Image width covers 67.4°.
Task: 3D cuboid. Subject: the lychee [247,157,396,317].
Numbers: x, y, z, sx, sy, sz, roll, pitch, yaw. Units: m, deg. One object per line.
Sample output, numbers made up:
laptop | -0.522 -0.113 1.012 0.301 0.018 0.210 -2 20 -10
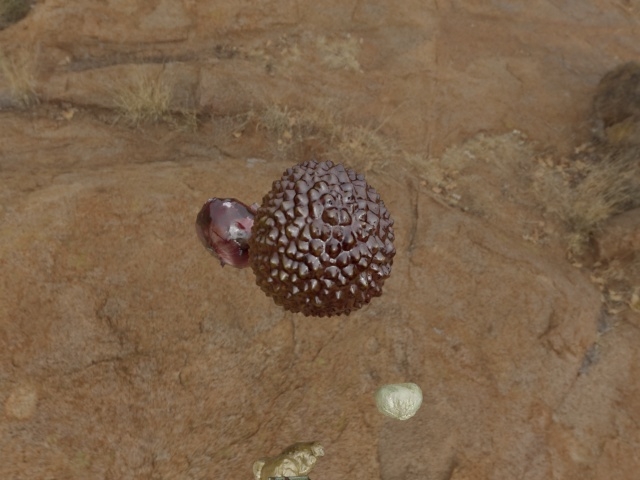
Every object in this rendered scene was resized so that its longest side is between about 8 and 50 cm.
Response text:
lychee | 0.000 0.000 0.931 0.305 0.331 0.306 -3 45 3

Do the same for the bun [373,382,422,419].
bun | 0.174 0.364 1.074 0.115 0.115 0.069 7 53 -17

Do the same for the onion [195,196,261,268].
onion | -0.261 -0.037 1.478 0.252 0.252 0.219 35 63 1

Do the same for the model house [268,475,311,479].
model house | -0.021 0.261 0.454 0.057 0.083 0.058 9 72 -21

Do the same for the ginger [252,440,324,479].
ginger | -0.050 0.391 0.843 0.132 0.214 0.059 -10 70 -16
